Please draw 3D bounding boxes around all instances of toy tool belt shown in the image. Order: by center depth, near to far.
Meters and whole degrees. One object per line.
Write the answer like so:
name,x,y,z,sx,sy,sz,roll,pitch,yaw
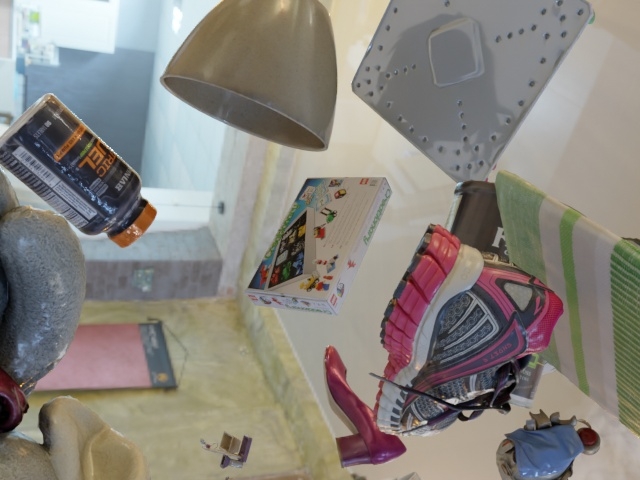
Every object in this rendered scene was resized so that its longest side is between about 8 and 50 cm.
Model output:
toy tool belt,0.170,0.151,0.496,0.051,0.083,0.052,74,-4,-48

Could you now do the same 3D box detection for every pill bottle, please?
pill bottle,-0.370,-0.097,1.045,0.130,0.246,0.130,-32,-151,21

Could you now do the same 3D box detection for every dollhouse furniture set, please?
dollhouse furniture set,-0.181,0.363,1.142,0.114,0.081,0.091,-16,-124,67

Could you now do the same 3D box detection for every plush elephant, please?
plush elephant,-0.259,0.113,0.431,0.330,0.271,0.256,85,-18,-65

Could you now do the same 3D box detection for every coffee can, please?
coffee can,0.251,0.077,0.978,0.201,0.201,0.276,10,-100,65

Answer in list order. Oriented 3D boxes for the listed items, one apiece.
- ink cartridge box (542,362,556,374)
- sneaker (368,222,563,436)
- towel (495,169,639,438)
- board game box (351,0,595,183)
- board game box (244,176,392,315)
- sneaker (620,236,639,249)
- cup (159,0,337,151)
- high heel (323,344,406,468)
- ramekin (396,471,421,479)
ink cartridge box,0.581,0.211,1.701,0.122,0.289,0.211,-55,-129,39
sneaker,0.114,0.110,0.573,0.121,0.112,0.299,-58,161,-24
towel,0.270,0.100,0.507,0.325,0.038,0.248,43,-15,47
board game box,0.269,-0.359,1.299,0.390,0.050,0.390,47,-54,29
board game box,0.000,0.000,1.318,0.192,0.053,0.305,4,-127,34
sneaker,0.526,0.104,1.008,0.384,0.145,0.147,15,-114,35
cup,-0.098,-0.337,1.249,0.331,0.331,0.237,16,-96,64
high heel,0.113,0.451,1.890,0.127,0.181,0.378,83,-4,-55
ramekin,0.144,0.589,1.406,0.109,0.207,0.207,57,-36,15
